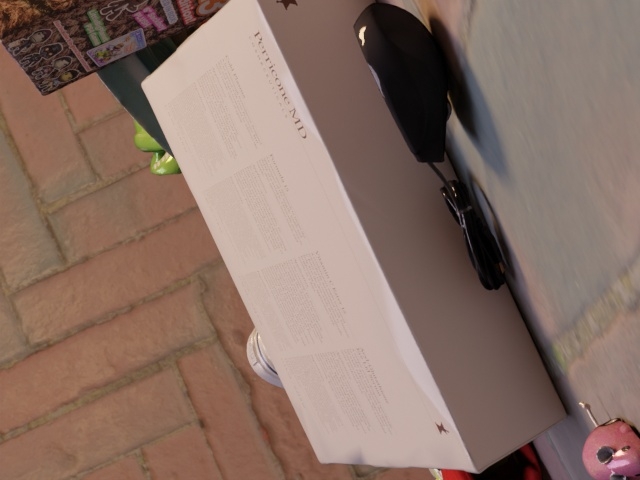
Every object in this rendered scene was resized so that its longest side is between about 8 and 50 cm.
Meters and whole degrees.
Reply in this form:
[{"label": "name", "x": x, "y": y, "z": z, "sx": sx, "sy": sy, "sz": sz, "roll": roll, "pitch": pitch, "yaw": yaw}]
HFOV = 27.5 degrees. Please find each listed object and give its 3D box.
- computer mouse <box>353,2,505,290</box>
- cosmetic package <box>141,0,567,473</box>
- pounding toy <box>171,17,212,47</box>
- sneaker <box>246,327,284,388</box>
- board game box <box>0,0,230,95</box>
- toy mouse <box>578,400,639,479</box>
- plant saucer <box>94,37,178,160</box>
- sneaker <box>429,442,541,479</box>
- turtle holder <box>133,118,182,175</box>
[{"label": "computer mouse", "x": 0.083, "y": -0.055, "z": 0.828, "sx": 0.071, "sy": 0.041, "sz": 0.242, "roll": -106, "pitch": -12, "yaw": -46}, {"label": "cosmetic package", "x": 0.011, "y": -0.005, "z": 1.035, "sx": 0.377, "sy": 0.097, "sz": 0.284, "roll": 65, "pitch": 158, "yaw": -3}, {"label": "pounding toy", "x": -0.088, "y": -0.287, "z": 1.585, "sx": 0.269, "sy": 0.155, "sz": 0.154, "roll": 54, "pitch": 146, "yaw": 15}, {"label": "sneaker", "x": 0.060, "y": 0.122, "z": 1.240, "sx": 0.091, "sy": 0.258, "sz": 0.094, "roll": -37, "pitch": 45, "yaw": 52}, {"label": "board game box", "x": -0.221, "y": -0.330, "z": 1.359, "sx": 0.232, "sy": 0.291, "sz": 0.141, "roll": 63, "pitch": 178, "yaw": 17}, {"label": "toy mouse", "x": 0.184, "y": 0.155, "z": 0.742, "sx": 0.143, "sy": 0.031, "sz": 0.161, "roll": 71, "pitch": 173, "yaw": -67}, {"label": "plant saucer", "x": -0.185, "y": -0.189, "z": 1.541, "sx": 0.317, "sy": 0.044, "sz": 0.317, "roll": 48, "pitch": -168, "yaw": -14}, {"label": "sneaker", "x": 0.163, "y": 0.238, "z": 1.222, "sx": 0.118, "sy": 0.107, "sz": 0.279, "roll": 43, "pitch": 163, "yaw": 57}, {"label": "turtle holder", "x": -0.157, "y": -0.213, "z": 1.834, "sx": 0.320, "sy": 0.243, "sz": 0.227, "roll": -43, "pitch": -52, "yaw": -82}]
